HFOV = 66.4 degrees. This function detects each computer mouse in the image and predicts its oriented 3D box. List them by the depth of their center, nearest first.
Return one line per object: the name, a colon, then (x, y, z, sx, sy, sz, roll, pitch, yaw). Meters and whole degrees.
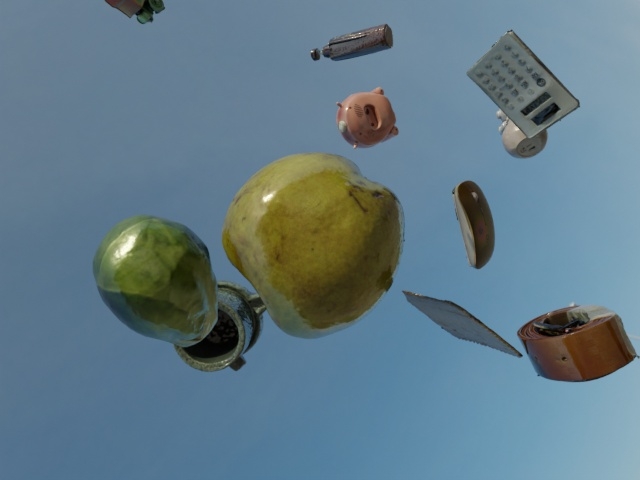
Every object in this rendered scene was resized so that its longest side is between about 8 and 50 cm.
computer mouse: (0.538, -0.055, 1.691, 0.158, 0.072, 0.310, -25, -78, -43)

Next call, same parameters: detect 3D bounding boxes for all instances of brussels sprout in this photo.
brussels sprout: (-0.304, 0.084, 0.947, 0.210, 0.219, 0.271, -51, -54, -30)

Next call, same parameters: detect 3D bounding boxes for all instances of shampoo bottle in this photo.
shampoo bottle: (0.078, -0.522, 1.309, 0.068, 0.236, 0.067, -29, -66, -53)

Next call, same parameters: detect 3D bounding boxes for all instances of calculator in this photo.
calculator: (0.514, -0.388, 1.248, 0.262, 0.161, 0.021, 44, -127, -4)

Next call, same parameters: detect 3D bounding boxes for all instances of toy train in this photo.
toy train: (-0.410, -0.590, 1.124, 0.118, 0.074, 0.175, 28, -117, -42)

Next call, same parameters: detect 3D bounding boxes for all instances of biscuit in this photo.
biscuit: (0.302, 0.182, 1.091, 0.237, 0.232, 0.013, 37, -103, -22)

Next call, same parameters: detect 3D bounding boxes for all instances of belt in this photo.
belt: (0.506, 0.201, 0.979, 0.184, 0.261, 0.105, -23, -97, 0)

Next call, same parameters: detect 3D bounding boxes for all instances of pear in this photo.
pear: (0.000, 0.000, 0.833, 0.304, 0.304, 0.303, -12, -73, -43)

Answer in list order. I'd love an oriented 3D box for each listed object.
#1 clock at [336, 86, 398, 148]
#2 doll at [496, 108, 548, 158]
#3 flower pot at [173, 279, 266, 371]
clock: (0.178, -0.489, 1.978, 0.241, 0.142, 0.227, -23, -86, -30)
doll: (0.690, -0.404, 1.700, 0.151, 0.151, 0.287, 55, -153, -37)
flower pot: (-0.320, 0.274, 1.641, 0.283, 0.299, 0.299, -74, -11, -83)
